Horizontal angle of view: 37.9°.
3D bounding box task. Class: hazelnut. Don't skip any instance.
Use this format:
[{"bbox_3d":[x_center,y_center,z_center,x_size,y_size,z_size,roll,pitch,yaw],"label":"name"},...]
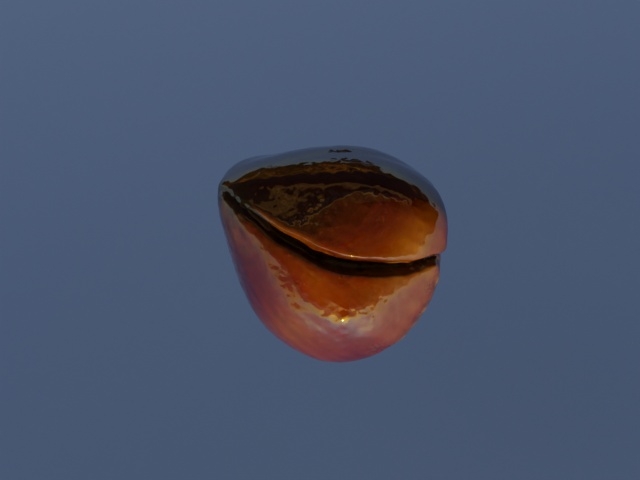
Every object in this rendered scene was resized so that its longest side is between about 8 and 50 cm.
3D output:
[{"bbox_3d":[0.000,0.000,0.803,0.208,0.208,0.208,-1,-110,2],"label":"hazelnut"}]
